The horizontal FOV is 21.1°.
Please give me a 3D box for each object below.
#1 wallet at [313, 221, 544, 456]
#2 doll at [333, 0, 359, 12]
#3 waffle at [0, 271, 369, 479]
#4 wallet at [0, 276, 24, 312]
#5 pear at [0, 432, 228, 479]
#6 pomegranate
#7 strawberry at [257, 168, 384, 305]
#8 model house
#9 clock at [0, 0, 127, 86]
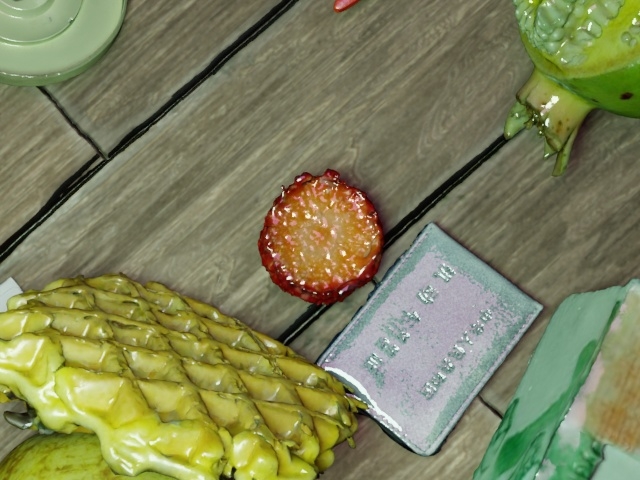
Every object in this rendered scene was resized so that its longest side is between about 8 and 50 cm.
[{"bbox_3d":[0.116,0.110,1.864,0.167,0.036,0.222,38,82,7],"label":"wallet"},{"bbox_3d":[0.073,-0.334,1.937,0.169,0.057,0.109,-23,83,-3],"label":"doll"},{"bbox_3d":[-0.149,0.136,1.702,0.382,0.380,0.095,24,106,13],"label":"waffle"},{"bbox_3d":[-0.370,0.098,1.877,0.122,0.025,0.061,-38,75,-6],"label":"wallet"},{"bbox_3d":[-0.210,0.310,1.718,0.284,0.283,0.283,0,79,1],"label":"pear"},{"bbox_3d":[0.316,-0.227,1.836,0.260,0.260,0.340,36,113,7],"label":"pomegranate"},{"bbox_3d":[0.000,0.000,1.860,0.145,0.086,0.145,0,81,1],"label":"strawberry"},{"bbox_3d":[0.364,0.237,1.787,0.325,0.194,0.267,30,78,-8],"label":"model house"},{"bbox_3d":[-0.333,-0.281,1.914,0.235,0.029,0.235,4,67,-11],"label":"clock"}]
